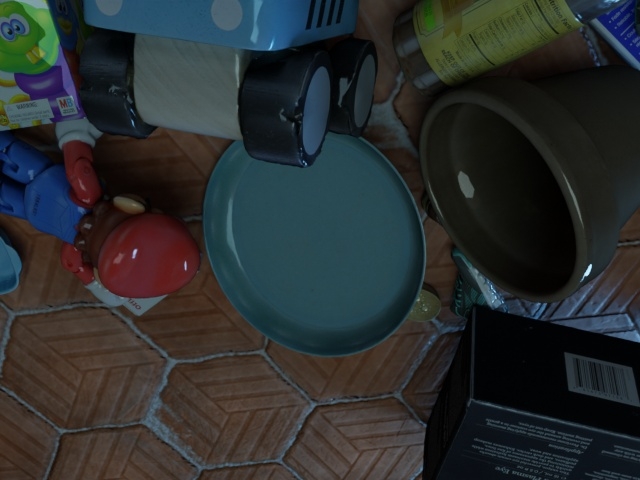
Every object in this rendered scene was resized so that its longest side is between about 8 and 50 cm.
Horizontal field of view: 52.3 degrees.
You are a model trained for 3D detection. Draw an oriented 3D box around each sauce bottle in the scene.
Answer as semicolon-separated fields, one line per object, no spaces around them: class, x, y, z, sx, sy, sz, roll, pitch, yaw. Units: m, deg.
sauce bottle;0.237;-0.263;0.663;0.344;0.111;0.111;-22;122;37

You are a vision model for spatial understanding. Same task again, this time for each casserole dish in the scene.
casserole dish;-0.510;0.027;0.916;0.188;0.037;0.114;-6;121;0

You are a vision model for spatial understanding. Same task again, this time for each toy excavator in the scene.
toy excavator;-0.091;-0.290;0.538;0.222;0.433;0.445;12;113;17

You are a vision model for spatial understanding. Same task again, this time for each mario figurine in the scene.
mario figurine;-0.288;-0.042;0.826;0.320;0.170;0.198;30;154;6

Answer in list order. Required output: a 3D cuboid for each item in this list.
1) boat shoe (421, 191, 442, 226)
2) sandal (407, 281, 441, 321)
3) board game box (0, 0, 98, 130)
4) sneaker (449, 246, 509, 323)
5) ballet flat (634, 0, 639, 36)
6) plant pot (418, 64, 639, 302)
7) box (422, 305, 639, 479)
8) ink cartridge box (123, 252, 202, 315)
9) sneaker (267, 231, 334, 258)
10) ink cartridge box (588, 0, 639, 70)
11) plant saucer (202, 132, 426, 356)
boat shoe;0.224;-0.020;0.904;0.178;0.060;0.064;19;118;-13
sandal;0.068;0.085;0.950;0.240;0.079;0.088;14;119;-10
board game box;-0.336;-0.272;0.682;0.142;0.144;0.275;-8;122;2
sneaker;0.223;0.082;0.967;0.076;0.065;0.166;-25;117;18
ballet flat;0.427;-0.276;0.691;0.188;0.070;0.070;-22;119;7
plant pot;0.281;-0.095;0.764;0.229;0.263;0.263;-31;122;-19
box;0.349;0.296;0.967;0.343;0.179;0.313;13;130;4
ink cartridge box;-0.243;0.037;0.924;0.122;0.052;0.088;-36;115;16
sneaker;0.000;0.000;0.898;0.170;0.075;0.063;-18;120;9
ink cartridge box;0.414;-0.284;0.753;0.371;0.069;0.176;33;115;-23
plant saucer;-0.011;-0.002;0.846;0.317;0.043;0.318;9;111;25
